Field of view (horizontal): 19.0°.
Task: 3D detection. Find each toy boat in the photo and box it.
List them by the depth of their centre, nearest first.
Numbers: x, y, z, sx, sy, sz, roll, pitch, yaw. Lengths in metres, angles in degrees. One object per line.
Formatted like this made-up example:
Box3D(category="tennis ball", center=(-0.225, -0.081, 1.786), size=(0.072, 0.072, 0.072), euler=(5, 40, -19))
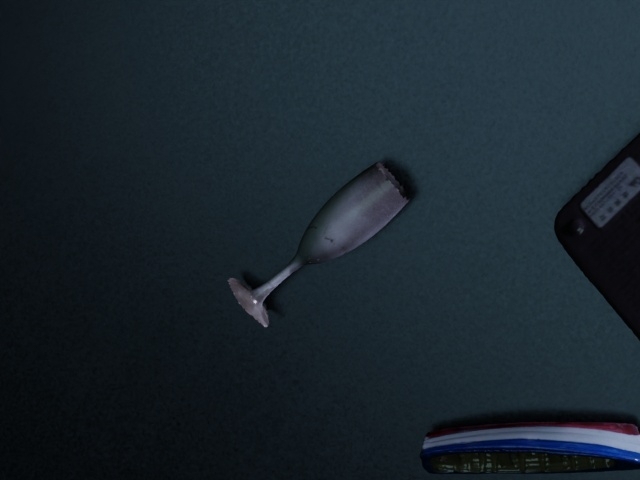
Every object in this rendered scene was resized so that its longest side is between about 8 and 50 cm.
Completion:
Box3D(category="toy boat", center=(0.213, 0.206, 1.887), size=(0.229, 0.080, 0.045), euler=(-4, 62, 14))

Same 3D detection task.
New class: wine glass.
Box3D(category="wine glass", center=(0.000, 0.000, 1.909), size=(0.198, 0.066, 0.066), euler=(-41, 87, 13))

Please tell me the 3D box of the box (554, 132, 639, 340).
Box3D(category="box", center=(0.397, -0.058, 1.764), size=(0.350, 0.058, 0.211), euler=(-45, 56, 13))
